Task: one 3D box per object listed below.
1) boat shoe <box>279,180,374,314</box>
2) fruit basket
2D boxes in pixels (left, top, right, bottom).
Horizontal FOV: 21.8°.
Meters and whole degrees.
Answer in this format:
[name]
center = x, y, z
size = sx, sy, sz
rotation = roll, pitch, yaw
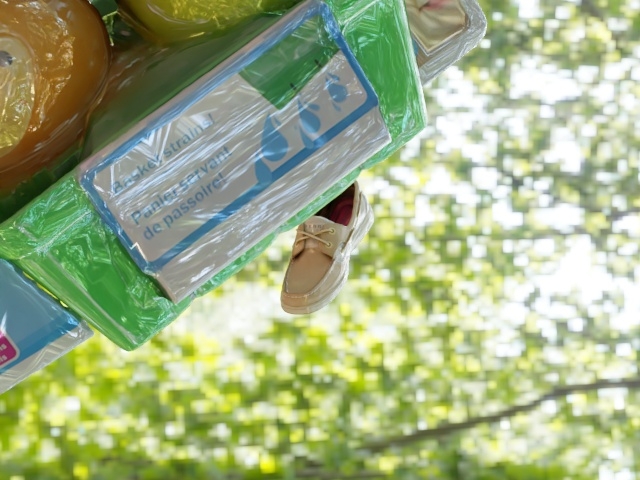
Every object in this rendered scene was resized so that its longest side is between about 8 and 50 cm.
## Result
[boat shoe]
center = 0.000, 0.000, 1.560
size = 0.170, 0.063, 0.059
rotation = -63, 146, -46
[fruit basket]
center = -0.110, -0.134, 0.726
size = 0.165, 0.327, 0.353
rotation = 40, -17, 51
